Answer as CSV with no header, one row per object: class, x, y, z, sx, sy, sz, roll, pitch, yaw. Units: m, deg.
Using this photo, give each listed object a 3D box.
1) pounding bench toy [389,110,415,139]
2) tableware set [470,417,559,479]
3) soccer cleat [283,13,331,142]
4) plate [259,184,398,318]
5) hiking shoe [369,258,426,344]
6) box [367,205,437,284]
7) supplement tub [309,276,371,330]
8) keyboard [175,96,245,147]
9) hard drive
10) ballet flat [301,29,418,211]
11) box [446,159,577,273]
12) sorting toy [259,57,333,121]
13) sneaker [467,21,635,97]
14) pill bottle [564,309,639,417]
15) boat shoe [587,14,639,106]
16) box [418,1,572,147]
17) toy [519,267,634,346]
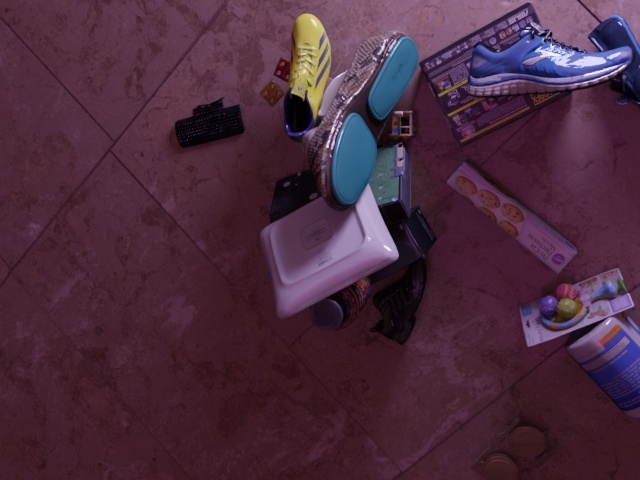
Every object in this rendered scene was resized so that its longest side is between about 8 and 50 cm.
pounding bench toy,0.184,-0.264,1.719,0.052,0.083,0.065,2,100,18
tableware set,0.463,0.511,1.801,0.128,0.039,0.194,33,115,-2
soccer cleat,-0.035,-0.367,1.702,0.093,0.121,0.289,7,102,17
plate,0.000,0.000,1.567,0.277,0.278,0.045,-28,132,9
hiking shoe,0.183,0.137,1.795,0.114,0.086,0.227,17,106,11
box,0.124,0.036,1.744,0.261,0.184,0.103,-30,90,22
supplement tub,0.039,0.126,1.587,0.105,0.198,0.106,4,106,16
keyboard,-0.290,-0.300,1.897,0.191,0.038,0.100,-11,96,19
hard drive,0.042,-0.097,1.726,0.338,0.237,0.064,-18,128,21
ballet flat,0.061,-0.260,1.626,0.181,0.483,0.164,2,146,37
box,0.430,-0.056,1.688,0.324,0.063,0.067,41,111,7
sorting toy,-0.008,-0.331,1.791,0.274,0.046,0.132,26,107,11
sneaker,0.460,-0.371,1.517,0.329,0.129,0.147,0,101,21
pill bottle,0.678,0.286,1.624,0.152,0.152,0.272,-44,85,21
boat shoe,0.644,-0.337,1.557,0.089,0.109,0.259,-29,74,28
box,0.383,-0.360,1.648,0.270,0.060,0.216,-26,92,21
toy,0.548,0.132,1.643,0.237,0.137,0.056,-23,119,19
